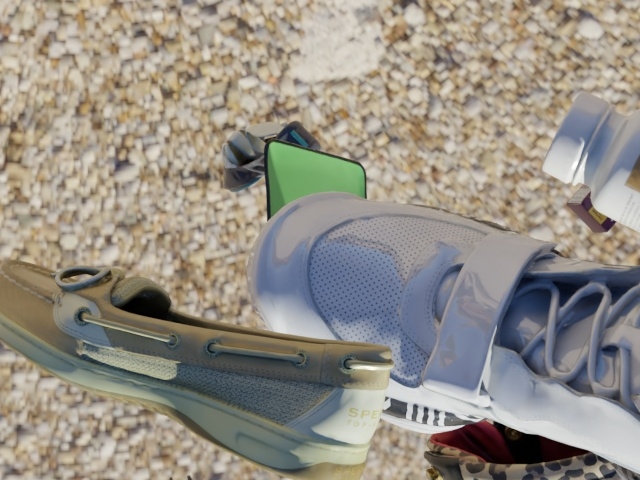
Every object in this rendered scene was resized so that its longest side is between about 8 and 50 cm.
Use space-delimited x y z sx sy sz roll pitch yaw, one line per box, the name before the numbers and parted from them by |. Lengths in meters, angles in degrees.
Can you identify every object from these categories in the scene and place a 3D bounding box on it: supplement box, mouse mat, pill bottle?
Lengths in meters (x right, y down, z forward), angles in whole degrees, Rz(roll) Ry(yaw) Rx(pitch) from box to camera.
supplement box | 0.362 -0.058 1.754 0.055 0.043 0.083 44 79 -12
mouse mat | 0.000 0.000 1.385 0.007 0.189 0.153 -15 161 40
pill bottle | 0.373 -0.074 1.553 0.229 0.131 0.131 28 111 12

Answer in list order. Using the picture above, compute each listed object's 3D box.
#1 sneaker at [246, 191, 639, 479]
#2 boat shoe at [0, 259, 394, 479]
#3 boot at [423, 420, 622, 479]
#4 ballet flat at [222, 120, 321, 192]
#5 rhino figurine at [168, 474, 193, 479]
sneaker | 0.139 0.044 0.744 0.366 0.210 0.137 22 71 2
boat shoe | -0.048 0.032 0.463 0.056 0.153 0.048 7 103 -62
boot | 0.154 0.284 1.165 0.138 0.377 0.284 -24 103 -35
ballet flat | -0.072 -0.107 1.658 0.074 0.203 0.074 4 83 -32
rhino figurine | -0.211 0.394 1.776 0.073 0.106 0.243 -10 131 -50
